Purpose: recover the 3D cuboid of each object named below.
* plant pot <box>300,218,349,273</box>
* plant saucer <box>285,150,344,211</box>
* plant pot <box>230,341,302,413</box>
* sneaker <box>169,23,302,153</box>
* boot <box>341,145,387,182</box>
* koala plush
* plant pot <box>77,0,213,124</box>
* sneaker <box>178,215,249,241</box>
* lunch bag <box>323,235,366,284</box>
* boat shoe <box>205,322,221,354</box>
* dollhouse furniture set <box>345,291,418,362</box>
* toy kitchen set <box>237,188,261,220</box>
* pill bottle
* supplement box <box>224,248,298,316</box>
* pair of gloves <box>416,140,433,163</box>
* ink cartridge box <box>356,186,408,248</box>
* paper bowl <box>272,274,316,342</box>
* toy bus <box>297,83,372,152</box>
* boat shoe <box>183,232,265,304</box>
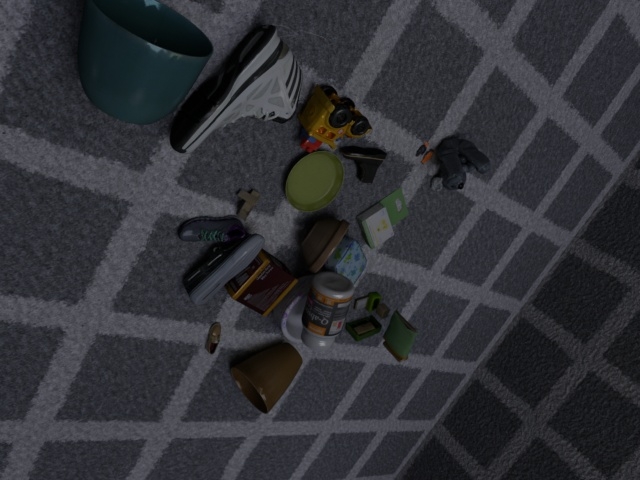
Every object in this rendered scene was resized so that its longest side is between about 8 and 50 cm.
[{"bbox_3d":[0.000,0.000,1.902,0.110,0.237,0.237,36,99,-3],"label":"plant pot"},{"bbox_3d":[-0.025,-0.217,1.816,0.241,0.037,0.240,-19,129,-24],"label":"plant saucer"},{"bbox_3d":[-0.205,0.554,2.124,0.254,0.237,0.237,-36,136,-28],"label":"plant pot"},{"bbox_3d":[-0.216,-0.378,1.477,0.447,0.169,0.257,-48,133,0],"label":"sneaker"},{"bbox_3d":[0.150,-0.274,1.876,0.198,0.077,0.136,0,125,-34],"label":"boot"},{"bbox_3d":[0.565,-0.294,2.101,0.196,0.203,0.221,-21,152,-10],"label":"koala plush"},{"bbox_3d":[-0.445,-0.429,1.218,0.293,0.293,0.235,10,129,-39],"label":"plant pot"},{"bbox_3d":[-0.355,-0.029,1.676,0.224,0.098,0.083,-13,126,-27],"label":"sneaker"},{"bbox_3d":[0.097,0.094,2.046,0.176,0.090,0.219,-56,147,-18],"label":"lunch bag"},{"bbox_3d":[-0.413,0.387,1.965,0.050,0.045,0.135,0,120,-35],"label":"boat shoe"},{"bbox_3d":[0.272,0.405,2.272,0.151,0.301,0.197,-12,129,-31],"label":"dollhouse furniture set"},{"bbox_3d":[-0.260,-0.130,1.725,0.068,0.075,0.083,33,61,-8],"label":"toy kitchen set"},{"bbox_3d":[0.019,0.269,1.897,0.162,0.162,0.278,-3,121,-33],"label":"pill bottle"},{"bbox_3d":[-0.228,0.145,1.864,0.191,0.129,0.194,-48,135,3],"label":"supplement box"},{"bbox_3d":[0.427,-0.356,2.049,0.074,0.010,0.083,-49,134,4],"label":"pair of gloves"},{"bbox_3d":[0.275,-0.092,2.101,0.235,0.056,0.171,-33,133,-9],"label":"ink cartridge box"},{"bbox_3d":[-0.061,0.266,2.053,0.285,0.148,0.284,-18,130,-24],"label":"paper bowl"},{"bbox_3d":[0.031,-0.379,1.679,0.220,0.149,0.211,17,123,-44],"label":"toy bus"},{"bbox_3d":[-0.345,0.075,1.739,0.335,0.119,0.121,-41,165,0],"label":"boat shoe"}]
